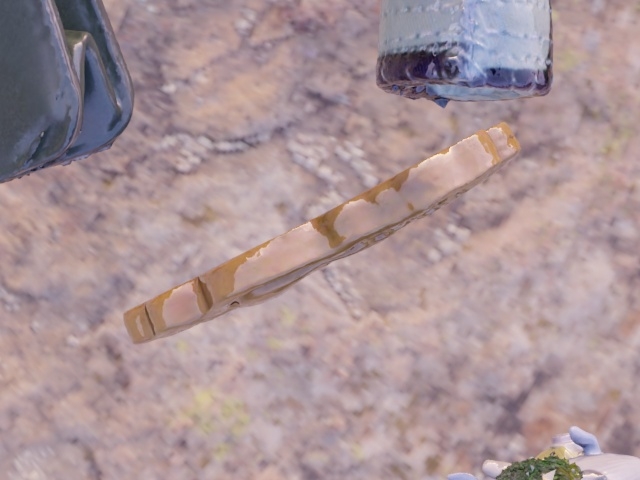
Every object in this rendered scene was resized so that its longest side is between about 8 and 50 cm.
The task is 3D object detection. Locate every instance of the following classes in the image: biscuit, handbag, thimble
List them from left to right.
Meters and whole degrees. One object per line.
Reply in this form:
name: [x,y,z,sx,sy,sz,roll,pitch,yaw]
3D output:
handbag: [-0.247,-0.141,0.908,0.079,0.248,0.260,-28,101,-63]
biscuit: [-0.002,0.001,0.901,0.236,0.144,0.040,-29,84,16]
thimble: [0.181,-0.251,2.058,0.237,0.237,0.150,1,87,-29]

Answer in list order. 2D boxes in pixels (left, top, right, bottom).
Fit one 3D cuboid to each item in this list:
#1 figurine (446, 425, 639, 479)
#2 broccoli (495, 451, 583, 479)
figurine: [0.243,0.265,1.712,0.209,0.184,0.128,-13,82,0]
broccoli: [0.182,0.275,1.126,0.269,0.254,0.269,-6,125,-9]
